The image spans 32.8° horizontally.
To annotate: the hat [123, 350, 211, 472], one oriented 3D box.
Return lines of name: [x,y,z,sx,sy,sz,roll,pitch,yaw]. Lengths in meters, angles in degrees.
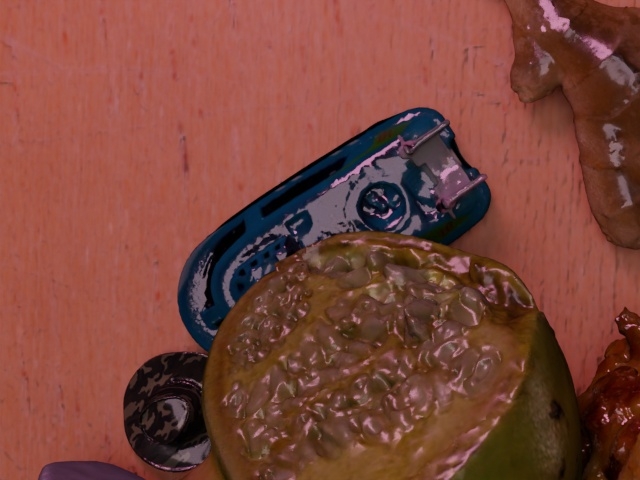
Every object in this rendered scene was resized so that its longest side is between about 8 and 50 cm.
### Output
hat: [-0.132,0.156,0.985,0.121,0.050,0.121,1,94,11]

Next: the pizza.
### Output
pizza: [0.231,0.159,0.864,0.081,0.289,0.229,20,55,7]

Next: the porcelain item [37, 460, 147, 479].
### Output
porcelain item: [-0.224,0.410,0.935,0.242,0.178,0.405,23,95,8]

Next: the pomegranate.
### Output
pomegranate: [0.031,0.173,0.822,0.358,0.216,0.310,-37,41,1]

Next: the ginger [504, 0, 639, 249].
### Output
ginger: [0.225,-0.158,0.920,0.148,0.081,0.334,-36,82,23]

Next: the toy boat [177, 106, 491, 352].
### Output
toy boat: [0.000,0.000,0.948,0.298,0.092,0.134,-34,87,7]
